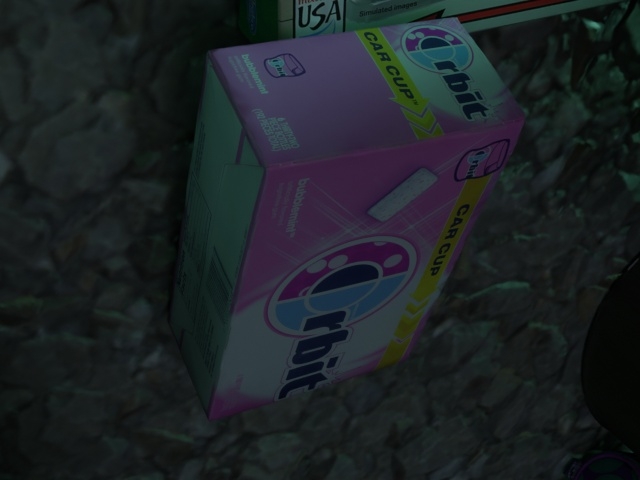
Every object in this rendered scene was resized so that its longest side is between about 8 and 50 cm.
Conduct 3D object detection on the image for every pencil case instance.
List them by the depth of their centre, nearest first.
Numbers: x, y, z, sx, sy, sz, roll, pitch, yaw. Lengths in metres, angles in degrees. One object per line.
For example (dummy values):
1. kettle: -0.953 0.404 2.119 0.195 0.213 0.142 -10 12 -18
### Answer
1. pencil case: 0.245 0.199 0.786 0.151 0.064 0.070 23 116 -41

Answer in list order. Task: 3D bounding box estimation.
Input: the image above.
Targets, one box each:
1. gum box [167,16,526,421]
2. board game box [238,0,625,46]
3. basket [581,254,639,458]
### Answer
1. gum box: 0.000 0.000 0.459 0.107 0.062 0.188 -12 146 -23
2. board game box: 0.118 -0.199 0.419 0.317 0.046 0.213 -16 131 -20
3. basket: 0.291 0.127 0.646 0.154 0.227 0.204 -29 134 -8
